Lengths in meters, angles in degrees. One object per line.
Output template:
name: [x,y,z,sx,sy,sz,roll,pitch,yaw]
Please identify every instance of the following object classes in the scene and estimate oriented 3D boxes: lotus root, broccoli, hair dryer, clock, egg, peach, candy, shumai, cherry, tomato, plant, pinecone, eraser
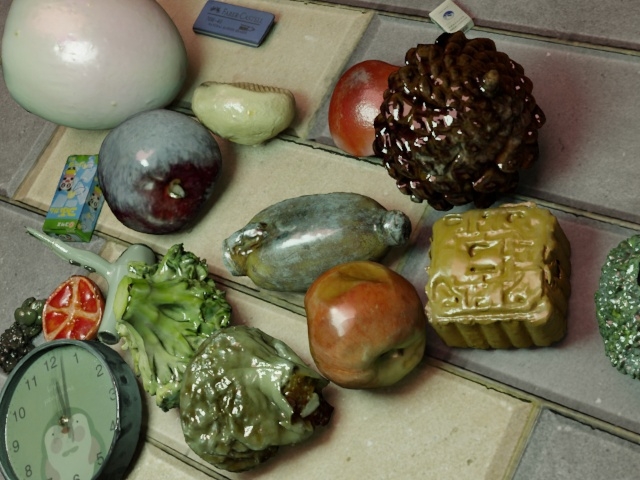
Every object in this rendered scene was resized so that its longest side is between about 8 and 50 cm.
lotus root: [0.001,0.001,1.738,0.350,0.175,0.174,-9,60,17]
broccoli: [0.533,0.102,1.396,0.244,0.246,0.263,10,22,-4]
hair dryer: [-0.450,0.091,1.858,0.092,0.267,0.229,-53,36,46]
broccoli: [-0.298,0.147,1.744,0.248,0.246,0.288,-46,44,14]
clock: [-0.482,0.339,1.801,0.319,0.066,0.318,-9,71,26]
egg: [-0.456,-0.402,2.074,0.340,0.354,0.354,15,70,12]
peach: [0.064,0.136,1.609,0.214,0.214,0.235,-40,38,1]
candy: [-0.531,-0.094,2.101,0.097,0.062,0.194,2,64,26]
shumai: [-0.101,0.262,1.622,0.218,0.189,0.255,-5,67,25]
cherry: [-0.328,-0.142,1.928,0.296,0.218,0.255,40,109,41]
tomato: [-0.488,0.155,1.939,0.156,0.069,0.155,-10,66,23]
tomato: [0.090,-0.266,1.838,0.228,0.112,0.199,1,58,42]
plant: [-0.620,0.193,1.983,0.085,0.087,0.174,26,80,3]
pinecone: [0.232,-0.195,1.659,0.295,0.298,0.242,-57,14,30]
eraser: [-0.199,-0.493,2.174,0.225,0.036,0.082,21,76,33]

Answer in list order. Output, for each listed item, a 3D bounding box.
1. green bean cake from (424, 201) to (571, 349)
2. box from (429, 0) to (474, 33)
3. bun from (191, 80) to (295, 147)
green bean cake: [0.288,0.059,1.577,0.230,0.131,0.223,-5,60,23]
box: [0.265,-0.446,1.931,0.054,0.024,0.083,-39,55,4]
bun: [-0.159,-0.257,1.954,0.222,0.222,0.127,11,103,30]
